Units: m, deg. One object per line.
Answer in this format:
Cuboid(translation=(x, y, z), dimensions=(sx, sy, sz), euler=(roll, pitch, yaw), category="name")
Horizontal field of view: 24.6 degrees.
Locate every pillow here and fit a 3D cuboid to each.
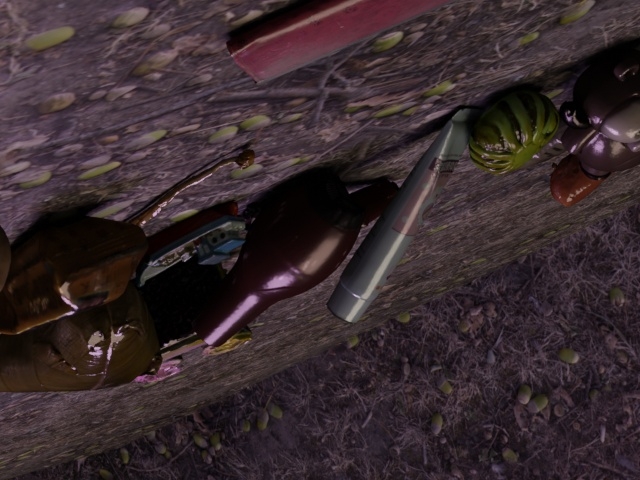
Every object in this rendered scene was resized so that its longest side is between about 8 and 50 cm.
Cuboid(translation=(0.364, -0.161, 2.131), dimensions=(0.093, 0.051, 0.241), euler=(-17, 168, -34), category="pillow")

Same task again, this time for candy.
Cuboid(translation=(-0.319, 0.050, 1.673), dimensions=(0.143, 0.101, 0.271), euler=(-21, 178, -41), category="candy")

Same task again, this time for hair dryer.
Cuboid(translation=(0.000, 0.000, 2.027), dimensions=(0.312, 0.123, 0.340), euler=(-45, 169, 37), category="hair dryer")

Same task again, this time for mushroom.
Cuboid(translation=(-0.180, -0.043, 1.690), dimensions=(0.286, 0.028, 0.026), euler=(-27, -149, 33), category="mushroom")

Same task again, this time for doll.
Cuboid(translation=(0.390, -0.164, 1.920), dimensions=(0.182, 0.117, 0.257), euler=(-30, 163, -8), category="doll")

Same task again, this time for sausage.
Cuboid(translation=(0.475, -0.163, 2.178), dimensions=(0.327, 0.079, 0.087), euler=(-34, 143, -3), category="sausage")

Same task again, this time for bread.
Cuboid(translation=(0.250, -0.138, 1.889), dimensions=(0.130, 0.071, 0.139), euler=(-38, 162, 2), category="bread")

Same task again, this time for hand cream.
Cuboid(translation=(0.107, -0.037, 1.915), dimensions=(0.085, 0.058, 0.331), euler=(-4, 128, -60), category="hand cream")

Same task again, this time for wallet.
Cuboid(translation=(0.035, -0.199, 1.278), dimensions=(0.232, 0.025, 0.119), euler=(-23, 171, 7), category="wallet")

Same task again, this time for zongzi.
Cuboid(translation=(-0.369, 0.135, 1.919), dimensions=(0.300, 0.145, 0.274), euler=(-14, 166, -4), category="zongzi")

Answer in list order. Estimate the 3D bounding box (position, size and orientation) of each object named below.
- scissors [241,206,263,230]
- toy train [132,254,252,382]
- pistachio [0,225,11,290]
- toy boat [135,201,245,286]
Cuboid(translation=(-0.090, -0.031, 1.961), dimensions=(0.039, 0.012, 0.113), euler=(-23, 170, 1), category="scissors")
Cuboid(translation=(-0.213, 0.118, 2.153), dimensions=(0.261, 0.134, 0.177), euler=(-22, 170, 1), category="toy train")
Cuboid(translation=(-0.354, 0.018, 1.375), dimensions=(0.124, 0.124, 0.185), euler=(-19, 176, -17), category="pistachio")
Cuboid(translation=(-0.169, 0.011, 1.878), dimensions=(0.173, 0.058, 0.069), euler=(-25, 170, 19), category="toy boat")
